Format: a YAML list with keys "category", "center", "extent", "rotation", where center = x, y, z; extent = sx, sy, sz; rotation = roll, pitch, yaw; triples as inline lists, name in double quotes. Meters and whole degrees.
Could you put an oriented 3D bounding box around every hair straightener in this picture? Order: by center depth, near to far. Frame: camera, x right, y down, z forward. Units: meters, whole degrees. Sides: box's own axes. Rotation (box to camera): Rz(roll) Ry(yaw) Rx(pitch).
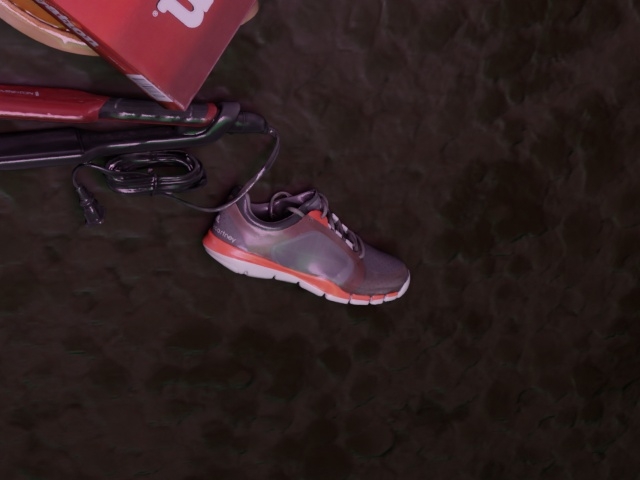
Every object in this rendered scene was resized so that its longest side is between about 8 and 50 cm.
- category: "hair straightener"
  center: [-0.135, -0.055, 0.823]
  extent: [0.231, 0.047, 0.089]
  rotation: [-2, 120, -24]

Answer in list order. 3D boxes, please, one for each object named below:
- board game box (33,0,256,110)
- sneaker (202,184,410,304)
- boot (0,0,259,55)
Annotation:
- category: "board game box"
  center: [-0.055, -0.225, 0.683]
  extent: [0.145, 0.027, 0.281]
  rotation: [39, 75, -35]
- category: "sneaker"
  center: [0.000, 0.000, 0.891]
  extent: [0.158, 0.061, 0.064]
  rotation: [13, 108, -27]
- category: "boot"
  center: [-0.159, -0.220, 0.688]
  extent: [0.284, 0.109, 0.220]
  rotation: [2, 113, -16]
